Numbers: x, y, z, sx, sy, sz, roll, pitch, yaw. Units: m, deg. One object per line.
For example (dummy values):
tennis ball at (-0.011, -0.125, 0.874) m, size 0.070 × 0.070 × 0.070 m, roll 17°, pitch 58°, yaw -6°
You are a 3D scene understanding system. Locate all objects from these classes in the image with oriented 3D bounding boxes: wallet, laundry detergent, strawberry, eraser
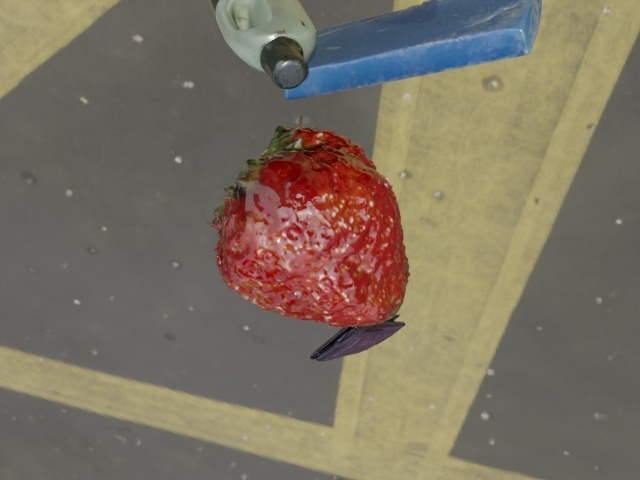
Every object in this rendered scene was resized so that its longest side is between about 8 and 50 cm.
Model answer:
wallet at (0.065, 0.168, 1.310) m, size 0.111 × 0.030 × 0.166 m, roll -43°, pitch 156°, yaw 25°
laundry detergent at (-0.061, -0.233, 0.827) m, size 0.099 × 0.226 × 0.070 m, roll 4°, pitch 130°, yaw -24°
strawberry at (0.000, 0.000, 0.993) m, size 0.277 × 0.257 × 0.257 m, roll 41°, pitch 140°, yaw -3°
eraser at (0.110, -0.247, 0.955) m, size 0.311 × 0.144 × 0.043 m, roll -6°, pitch 125°, yaw 27°
